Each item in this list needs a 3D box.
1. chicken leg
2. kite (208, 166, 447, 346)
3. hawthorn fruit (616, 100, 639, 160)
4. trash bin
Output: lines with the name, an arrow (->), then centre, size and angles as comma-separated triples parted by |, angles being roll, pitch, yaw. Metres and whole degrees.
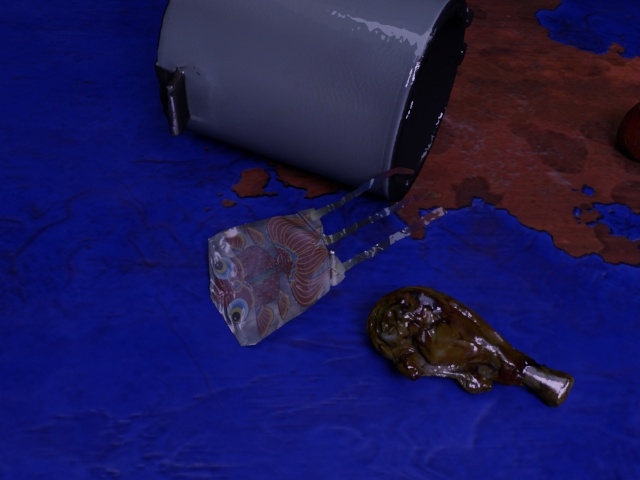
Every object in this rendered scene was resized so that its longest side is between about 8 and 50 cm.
chicken leg -> 0.123, 0.097, 0.619 | 0.178, 0.070, 0.093 | 24, 45, 3
kite -> -0.001, -0.001, 0.670 | 0.229, 0.016, 0.127 | -29, 60, 0
hawthorn fruit -> 0.394, -0.132, 0.878 | 0.077, 0.077, 0.077 | 3, 44, -3
trash bin -> -0.005, -0.182, 0.778 | 0.262, 0.217, 0.277 | 21, 51, 15
